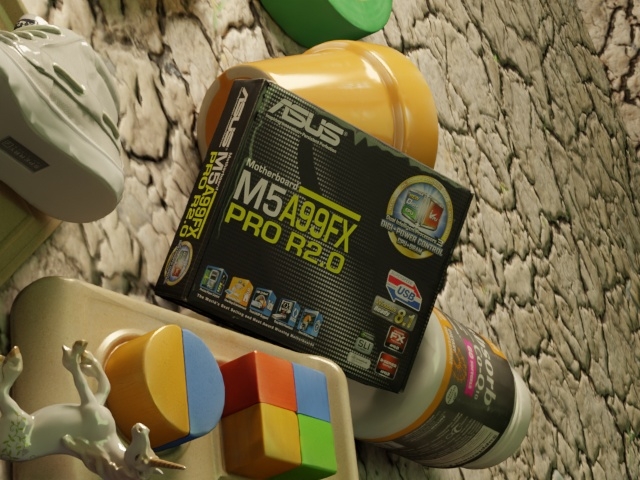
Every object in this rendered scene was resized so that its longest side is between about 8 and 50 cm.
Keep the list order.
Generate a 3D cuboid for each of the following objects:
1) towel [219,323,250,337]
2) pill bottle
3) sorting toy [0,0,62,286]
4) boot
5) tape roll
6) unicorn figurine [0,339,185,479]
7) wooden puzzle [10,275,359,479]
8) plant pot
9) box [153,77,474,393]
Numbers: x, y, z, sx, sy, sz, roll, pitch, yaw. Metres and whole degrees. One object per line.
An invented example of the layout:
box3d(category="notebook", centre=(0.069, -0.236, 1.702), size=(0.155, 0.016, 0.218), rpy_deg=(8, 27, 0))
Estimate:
box3d(category="towel", centre=(-0.061, 0.064, 1.503), size=(0.148, 0.027, 0.110), rpy_deg=(43, 38, -47))
box3d(category="pill bottle", centre=(0.115, 0.158, 1.633), size=(0.278, 0.162, 0.162), rpy_deg=(30, 47, -54))
box3d(category="sorting toy", centre=(-0.293, -0.129, 1.161), size=(0.307, 0.041, 0.229), rpy_deg=(62, 31, -17))
box3d(category="boot", centre=(-0.236, -0.124, 1.136), size=(0.258, 0.095, 0.123), rpy_deg=(49, 30, -50))
box3d(category="tape roll", centre=(-0.019, -0.394, 1.857), size=(0.321, 0.077, 0.321), rpy_deg=(44, 35, -43))
box3d(category="unicorn figurine", centre=(-0.183, 0.129, 1.094), size=(0.060, 0.161, 0.111), rpy_deg=(89, -9, -74))
box3d(category="wooden puzzle", centre=(-0.080, 0.204, 1.206), size=(0.347, 0.080, 0.322), rpy_deg=(19, 55, -42))
box3d(category="plant pot", centre=(-0.016, -0.108, 1.545), size=(0.188, 0.205, 0.205), rpy_deg=(1, 70, -47))
box3d(category="box", centre=(0.000, 0.000, 1.426), size=(0.270, 0.060, 0.216), rpy_deg=(27, 80, -33))
